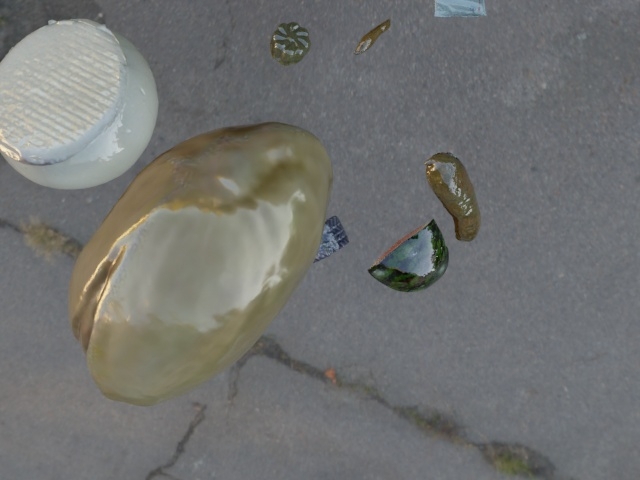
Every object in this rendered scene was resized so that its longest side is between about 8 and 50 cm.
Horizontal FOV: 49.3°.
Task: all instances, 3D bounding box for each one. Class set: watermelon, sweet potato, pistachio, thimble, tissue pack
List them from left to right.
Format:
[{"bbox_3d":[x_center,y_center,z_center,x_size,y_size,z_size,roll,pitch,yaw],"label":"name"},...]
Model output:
[{"bbox_3d":[-0.101,0.021,0.583,0.293,0.162,0.181,-51,151,19],"label":"pistachio"},{"bbox_3d":[0.000,0.000,1.321,0.066,0.095,0.104,61,155,-2],"label":"thimble"},{"bbox_3d":[0.103,-0.394,1.338,0.026,0.115,0.026,38,159,18],"label":"sweet potato"},{"bbox_3d":[0.225,0.058,1.626,0.193,0.137,0.145,-37,95,11],"label":"watermelon"},{"bbox_3d":[0.260,-0.073,1.307,0.075,0.075,0.273,-17,144,17],"label":"sweet potato"},{"bbox_3d":[0.325,-0.599,1.631,0.122,0.193,0.026,5,158,-6],"label":"tissue pack"}]

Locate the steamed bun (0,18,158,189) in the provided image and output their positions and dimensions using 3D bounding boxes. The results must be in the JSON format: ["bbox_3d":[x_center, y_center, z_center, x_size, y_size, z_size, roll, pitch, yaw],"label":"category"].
[{"bbox_3d":[-0.520,-0.278,1.521,0.374,0.375,0.241,-10,157,12],"label":"steamed bun"}]

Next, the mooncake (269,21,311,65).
[{"bbox_3d":[-0.078,-0.148,0.868,0.150,0.347,0.057,1,146,-8],"label":"mooncake"}]
